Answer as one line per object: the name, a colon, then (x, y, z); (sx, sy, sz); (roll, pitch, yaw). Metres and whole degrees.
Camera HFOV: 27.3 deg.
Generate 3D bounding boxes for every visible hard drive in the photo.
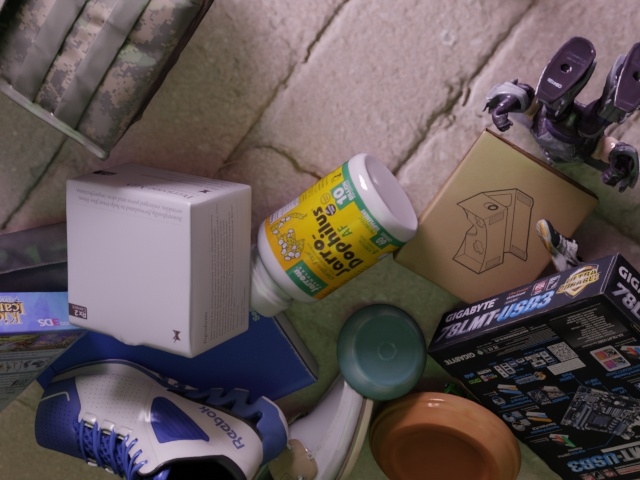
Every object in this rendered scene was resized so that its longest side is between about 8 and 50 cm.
hard drive: (-0.191, 0.155, 1.674); (0.318, 0.040, 0.210); (-26, 113, 16)

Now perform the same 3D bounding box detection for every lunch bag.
lunch bag: (-0.274, -0.271, 1.389); (0.287, 0.169, 0.235); (35, 118, -5)

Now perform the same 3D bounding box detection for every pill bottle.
pill bottle: (0.000, 0.000, 1.537); (0.208, 0.118, 0.117); (-34, 111, 19)

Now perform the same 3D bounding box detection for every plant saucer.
plant saucer: (0.156, 0.277, 1.685); (0.199, 0.037, 0.200); (11, 132, 13)
plant saucer: (0.079, 0.136, 1.616); (0.119, 0.021, 0.119); (3, 81, -17)

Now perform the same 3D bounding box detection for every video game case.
video game case: (-0.446, 0.148, 1.546); (0.244, 0.269, 0.061); (-40, 66, 29)

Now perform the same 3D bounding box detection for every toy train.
toy train: (0.191, 0.212, 1.688); (0.083, 0.024, 0.017); (38, 114, -15)

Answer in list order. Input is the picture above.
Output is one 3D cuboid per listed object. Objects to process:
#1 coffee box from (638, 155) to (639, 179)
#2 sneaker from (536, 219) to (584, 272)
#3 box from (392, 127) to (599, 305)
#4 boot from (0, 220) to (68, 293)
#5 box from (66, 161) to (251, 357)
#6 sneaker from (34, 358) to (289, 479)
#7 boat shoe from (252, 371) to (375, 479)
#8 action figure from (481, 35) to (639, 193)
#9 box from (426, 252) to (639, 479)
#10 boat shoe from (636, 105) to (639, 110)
coffee box: (0.496, 0.020, 1.514); (0.168, 0.119, 0.297); (-23, 114, 14)
sneaker: (0.283, 0.003, 1.549); (0.037, 0.032, 0.083); (-30, 119, 3)
box: (0.206, -0.015, 1.570); (0.164, 0.021, 0.201); (30, 116, -12)
boot: (-0.383, 0.003, 1.588); (0.208, 0.076, 0.190); (-6, 132, 15)
box: (-0.185, 0.018, 1.504); (0.181, 0.119, 0.182); (12, 109, 29)
sneaker: (-0.211, 0.250, 1.584); (0.315, 0.182, 0.128); (6, 118, 13)
boat shoe: (-0.022, 0.280, 1.689); (0.103, 0.113, 0.302); (21, 115, -8)
action figure: (0.265, -0.129, 1.394); (0.185, 0.285, 0.099); (21, 78, 6)
box: (0.325, 0.167, 1.560); (0.293, 0.073, 0.295); (41, 143, -18)
boat shoe: (0.414, -0.145, 1.462); (0.142, 0.049, 0.040); (25, 130, 17)
